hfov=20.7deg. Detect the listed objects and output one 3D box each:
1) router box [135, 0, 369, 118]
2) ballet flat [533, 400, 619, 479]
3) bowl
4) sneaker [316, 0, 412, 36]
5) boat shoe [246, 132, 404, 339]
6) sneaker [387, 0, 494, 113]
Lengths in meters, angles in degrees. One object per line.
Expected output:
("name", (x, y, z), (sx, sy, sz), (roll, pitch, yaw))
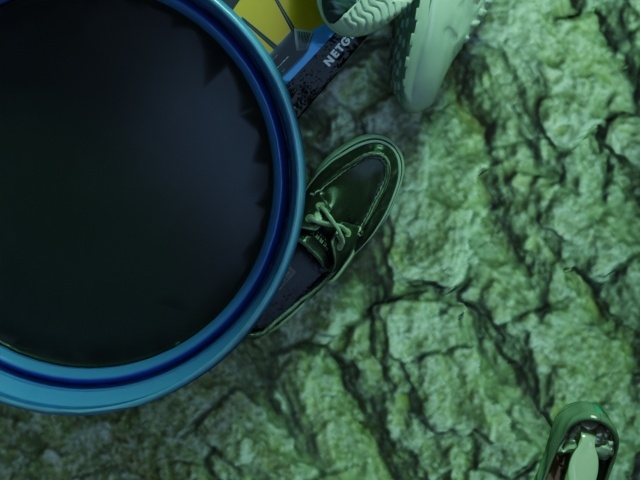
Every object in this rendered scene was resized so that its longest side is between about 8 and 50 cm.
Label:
("router box", (-0.055, -0.167, 1.528), (0.133, 0.046, 0.179), (40, 89, -7))
("ballet flat", (0.214, 0.249, 1.576), (0.072, 0.068, 0.213), (15, 93, -7))
("bowl", (-0.205, -0.051, 1.472), (0.391, 0.077, 0.391), (0, 94, 6))
("sneaker", (0.027, -0.254, 1.471), (0.094, 0.153, 0.235), (23, 66, -24))
("boat shoe", (0.000, 0.000, 1.534), (0.077, 0.070, 0.219), (38, 89, -7))
("sneaker", (0.119, -0.223, 1.527), (0.094, 0.090, 0.235), (11, 94, -16))
